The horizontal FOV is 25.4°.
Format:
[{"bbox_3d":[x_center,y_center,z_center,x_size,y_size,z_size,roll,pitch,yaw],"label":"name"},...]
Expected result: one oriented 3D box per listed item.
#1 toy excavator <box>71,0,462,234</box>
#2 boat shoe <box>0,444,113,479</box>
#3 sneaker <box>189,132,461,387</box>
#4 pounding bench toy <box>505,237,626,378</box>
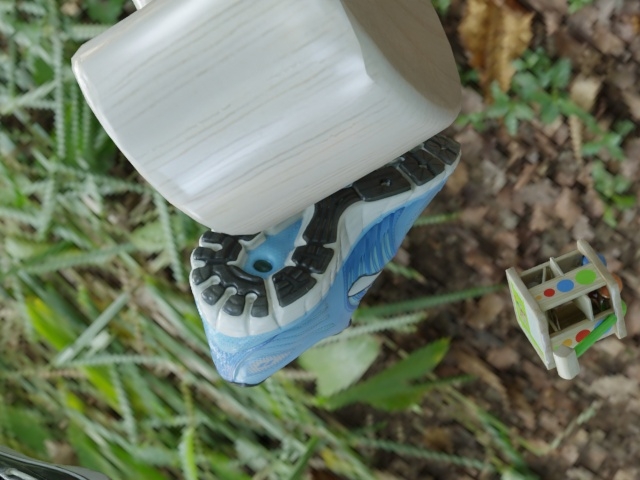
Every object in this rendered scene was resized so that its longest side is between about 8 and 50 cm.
[{"bbox_3d":[-0.092,-0.252,0.546,0.222,0.445,0.433,-29,107,20],"label":"toy excavator"},{"bbox_3d":[-0.231,0.171,0.944,0.219,0.077,0.070,-2,173,35],"label":"boat shoe"},{"bbox_3d":[0.000,0.000,0.593,0.063,0.162,0.073,30,138,21],"label":"sneaker"},{"bbox_3d":[0.171,0.050,0.931,0.083,0.065,0.052,-116,5,-49],"label":"pounding bench toy"}]
